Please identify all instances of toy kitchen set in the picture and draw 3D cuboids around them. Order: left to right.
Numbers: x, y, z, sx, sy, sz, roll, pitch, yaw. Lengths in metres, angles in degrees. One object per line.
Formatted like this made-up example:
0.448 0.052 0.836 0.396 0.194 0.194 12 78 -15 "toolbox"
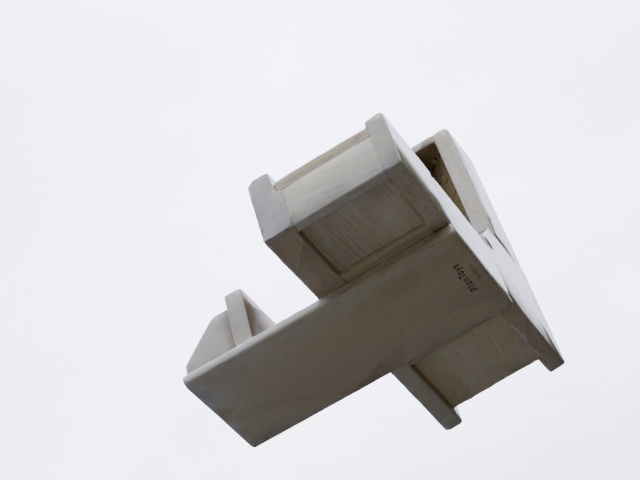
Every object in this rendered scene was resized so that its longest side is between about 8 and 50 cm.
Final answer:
0.000 0.000 0.408 0.068 0.075 0.083 -31 -45 12 "toy kitchen set"
